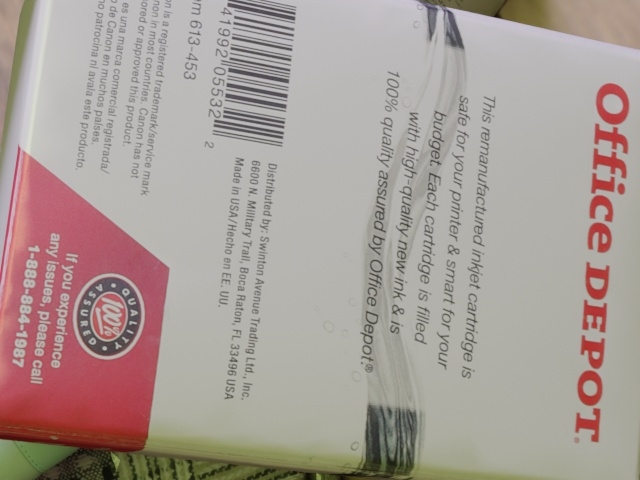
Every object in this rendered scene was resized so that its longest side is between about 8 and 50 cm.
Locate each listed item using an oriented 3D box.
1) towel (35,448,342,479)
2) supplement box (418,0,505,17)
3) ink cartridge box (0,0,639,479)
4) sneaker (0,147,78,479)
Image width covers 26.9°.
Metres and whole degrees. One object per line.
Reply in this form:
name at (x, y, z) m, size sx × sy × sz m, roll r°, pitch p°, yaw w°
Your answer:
towel at (-0.133, 0.164, 0.605) m, size 0.312 × 0.056 × 0.324 m, roll -18°, pitch 72°, yaw 17°
supplement box at (0.042, -0.120, 0.585) m, size 0.056 × 0.083 × 0.083 m, roll 37°, pitch 94°, yaw 23°
ink cartridge box at (0.000, 0.000, 0.502) m, size 0.237 × 0.100 × 0.172 m, roll 9°, pitch 79°, yaw -17°
sneaker at (-0.194, 0.017, 0.591) m, size 0.151 × 0.094 × 0.256 m, roll -43°, pitch 57°, yaw -11°
